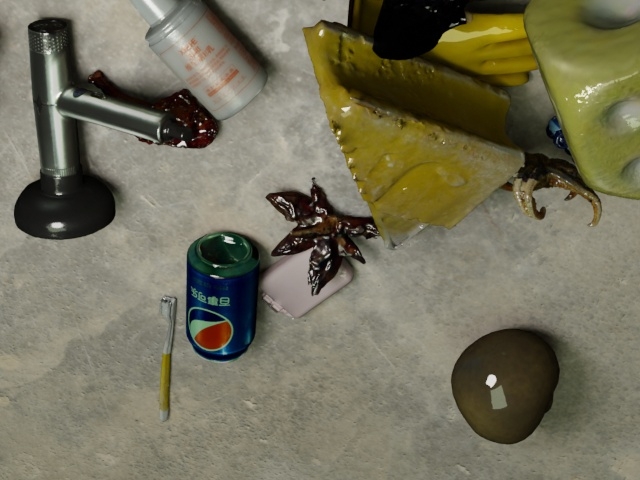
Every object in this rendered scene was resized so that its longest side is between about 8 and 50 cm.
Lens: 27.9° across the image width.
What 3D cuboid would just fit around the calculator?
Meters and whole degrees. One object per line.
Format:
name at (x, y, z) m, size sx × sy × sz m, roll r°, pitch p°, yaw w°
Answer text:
calculator at (-0.025, 0.060, 2.054) m, size 0.100 × 0.032 × 0.175 m, roll 43°, pitch 123°, yaw -17°

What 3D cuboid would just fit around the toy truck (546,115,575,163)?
toy truck at (0.340, -0.167, 1.780) m, size 0.136 × 0.063 × 0.074 m, roll 38°, pitch 105°, yaw -20°

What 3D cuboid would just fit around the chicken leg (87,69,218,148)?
chicken leg at (-0.251, -0.190, 1.919) m, size 0.205 × 0.053 × 0.093 m, roll 10°, pitch 104°, yaw -2°

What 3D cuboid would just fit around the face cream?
face cream at (-0.189, -0.288, 1.797) m, size 0.101 × 0.101 × 0.252 m, roll -31°, pitch 114°, yaw 30°

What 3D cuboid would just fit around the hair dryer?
hair dryer at (-0.335, -0.126, 1.873) m, size 0.284 × 0.155 × 0.320 m, roll 37°, pitch 134°, yaw 34°

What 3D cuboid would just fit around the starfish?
starfish at (0.309, -0.082, 1.799) m, size 0.146 × 0.190 × 0.074 m, roll 0°, pitch 111°, yaw -19°

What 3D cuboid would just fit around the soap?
soap at (0.051, -0.124, 1.743) m, size 0.338 × 0.169 × 0.304 m, roll 16°, pitch 140°, yaw -34°

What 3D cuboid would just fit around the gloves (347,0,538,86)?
gloves at (0.182, -0.272, 1.735) m, size 0.294 × 0.116 × 0.133 m, roll 4°, pitch 155°, yaw 0°

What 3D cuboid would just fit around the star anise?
star anise at (0.000, 0.000, 1.969) m, size 0.212 × 0.053 × 0.157 m, roll 30°, pitch 98°, yaw -6°

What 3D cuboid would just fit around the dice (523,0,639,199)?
dice at (0.393, -0.208, 1.590) m, size 0.227 × 0.238 × 0.233 m, roll -20°, pitch 134°, yaw 12°

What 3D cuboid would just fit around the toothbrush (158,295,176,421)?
toothbrush at (-0.270, 0.208, 2.232) m, size 0.024 × 0.021 × 0.288 m, roll 19°, pitch 128°, yaw 14°

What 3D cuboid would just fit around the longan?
longan at (0.288, 0.226, 2.020) m, size 0.189 × 0.189 × 0.189 m, roll 7°, pitch 127°, yaw 9°

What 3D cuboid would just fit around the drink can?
drink can at (-0.157, 0.092, 2.059) m, size 0.118 × 0.118 × 0.205 m, roll 10°, pitch 128°, yaw 7°

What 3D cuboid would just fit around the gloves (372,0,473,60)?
gloves at (0.155, -0.323, 1.617) m, size 0.124 × 0.203 × 0.164 m, roll 36°, pitch 139°, yaw -9°
